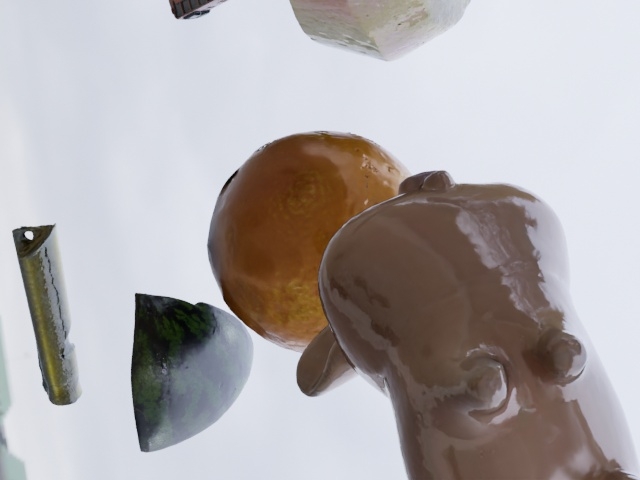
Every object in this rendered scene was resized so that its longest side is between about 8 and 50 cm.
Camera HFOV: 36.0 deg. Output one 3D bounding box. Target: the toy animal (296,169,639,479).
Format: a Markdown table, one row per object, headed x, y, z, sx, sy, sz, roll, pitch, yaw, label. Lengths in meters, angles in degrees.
| x | y | z | sx | sy | sz | roll | pitch | yaw | label |
| --- | --- | --- | --- | --- | --- | --- | --- | --- | --- |
| 0.126 | 0.103 | 0.765 | 0.269 | 0.237 | 0.326 | 163 | -88 | -74 | toy animal |

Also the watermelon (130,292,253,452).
| x | y | z | sx | sy | sz | roll | pitch | yaw | label |
| --- | --- | --- | --- | --- | --- | --- | --- | --- | --- |
| -0.149 | 0.150 | 1.179 | 0.137 | 0.145 | 0.193 | -122 | -148 | -77 | watermelon |

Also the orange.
| x | y | z | sx | sy | sz | roll | pitch | yaw | label |
| --- | --- | --- | --- | --- | --- | --- | --- | --- | --- |
| 0.000 | 0.000 | 1.069 | 0.246 | 0.246 | 0.246 | 171 | -90 | -67 | orange |

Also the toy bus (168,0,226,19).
| x | y | z | sx | sy | sz | roll | pitch | yaw | label |
| --- | --- | --- | --- | --- | --- | --- | --- | --- | --- |
| -0.115 | -0.242 | 0.956 | 0.110 | 0.031 | 0.043 | 0 | -75 | 61 | toy bus |

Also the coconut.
| x | y | z | sx | sy | sz | roll | pitch | yaw | label |
| --- | --- | --- | --- | --- | --- | --- | --- | --- | --- |
| 0.057 | -0.352 | 1.215 | 0.259 | 0.259 | 0.259 | 171 | -90 | -67 | coconut |

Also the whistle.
| x | y | z | sx | sy | sz | roll | pitch | yaw | label |
| --- | --- | --- | --- | --- | --- | --- | --- | --- | --- |
| -0.426 | 0.118 | 1.548 | 0.057 | 0.068 | 0.326 | -110 | -164 | -58 | whistle |
